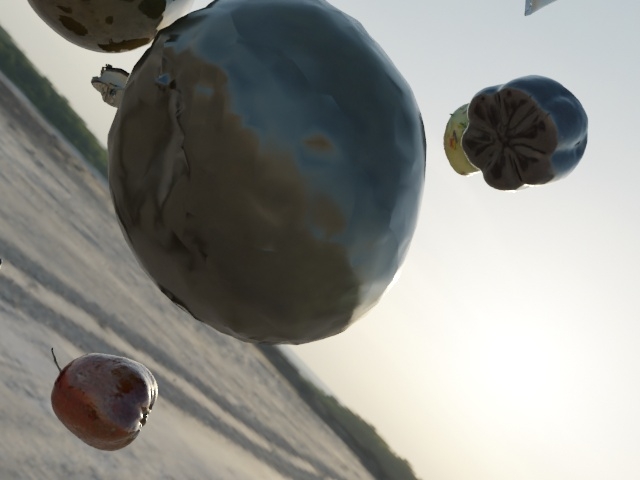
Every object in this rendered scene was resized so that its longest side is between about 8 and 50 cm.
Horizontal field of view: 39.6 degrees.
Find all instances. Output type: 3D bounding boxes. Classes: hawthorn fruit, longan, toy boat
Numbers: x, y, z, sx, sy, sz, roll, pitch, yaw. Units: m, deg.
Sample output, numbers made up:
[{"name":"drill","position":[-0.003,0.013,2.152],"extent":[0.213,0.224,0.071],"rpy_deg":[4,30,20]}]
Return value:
[{"name":"hawthorn fruit","position":[-0.376,0.250,1.456],"extent":[0.203,0.162,0.162],"rpy_deg":[23,-8,2]},{"name":"longan","position":[-0.066,-0.102,1.095],"extent":[0.404,0.404,0.436],"rpy_deg":[50,18,-33]},{"name":"toy boat","position":[-0.359,-0.262,1.582],"extent":[0.084,0.066,0.210],"rpy_deg":[15,-7,-11]},{"name":"longan","position":[-0.345,-0.456,1.463],"extent":[0.319,0.319,0.319],"rpy_deg":[45,-7,7]}]

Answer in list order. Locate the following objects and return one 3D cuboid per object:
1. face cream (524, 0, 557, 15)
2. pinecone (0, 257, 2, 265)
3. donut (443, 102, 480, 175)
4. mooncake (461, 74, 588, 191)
[{"name":"face cream","position":[0.378,-0.399,1.285],"extent":[0.058,0.244,0.092],"rpy_deg":[30,-45,45]},{"name":"pinecone","position":[-0.746,0.028,1.673],"extent":[0.298,0.242,0.296],"rpy_deg":[-114,-177,-47]},{"name":"donut","position":[0.352,-0.231,2.042],"extent":[0.068,0.174,0.174],"rpy_deg":[10,-32,47]},{"name":"mooncake","position":[0.407,-0.214,1.790],"extent":[0.245,0.133,0.245],"rpy_deg":[16,-66,39]}]
